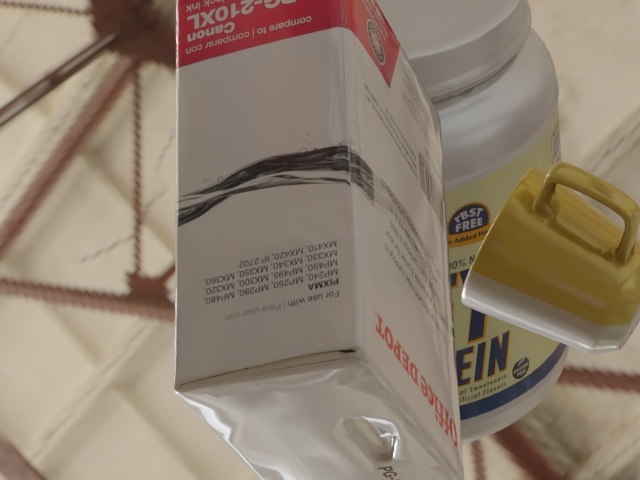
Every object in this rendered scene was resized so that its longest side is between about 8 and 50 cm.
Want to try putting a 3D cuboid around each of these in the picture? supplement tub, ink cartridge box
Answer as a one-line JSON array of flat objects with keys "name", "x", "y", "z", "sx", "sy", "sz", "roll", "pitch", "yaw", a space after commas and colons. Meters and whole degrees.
[{"name": "supplement tub", "x": 0.058, "y": -0.037, "z": 1.414, "sx": 0.235, "sy": 0.235, "sz": 0.325, "roll": 11, "pitch": -51, "yaw": 26}, {"name": "ink cartridge box", "x": 0.000, "y": 0.000, "z": 1.005, "sx": 0.100, "sy": 0.237, "sz": 0.172, "roll": -12, "pitch": -33, "yaw": 16}]

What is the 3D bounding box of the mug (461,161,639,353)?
[{"name": "mug", "x": 0.096, "y": 0.011, "z": 0.757, "sx": 0.064, "sy": 0.078, "sz": 0.062, "roll": 30, "pitch": -95, "yaw": 13}]
